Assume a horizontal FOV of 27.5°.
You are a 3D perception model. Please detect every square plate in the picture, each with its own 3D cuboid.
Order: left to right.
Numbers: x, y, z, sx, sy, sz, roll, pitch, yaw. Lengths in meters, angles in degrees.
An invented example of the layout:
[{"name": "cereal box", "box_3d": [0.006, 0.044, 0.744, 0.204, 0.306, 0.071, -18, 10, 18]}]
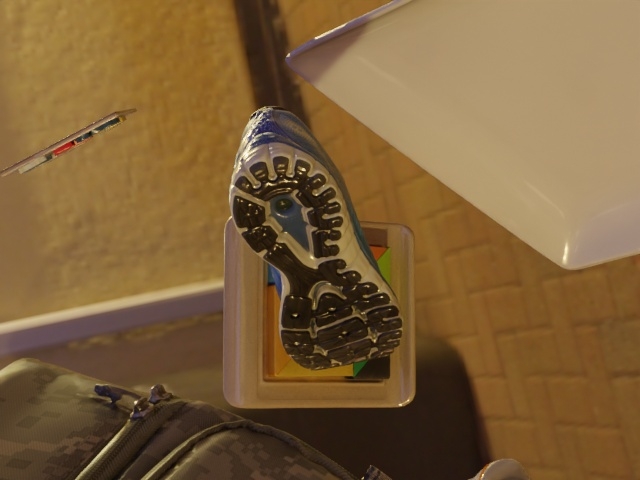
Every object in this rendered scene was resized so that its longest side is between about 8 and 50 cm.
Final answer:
[{"name": "square plate", "box_3d": [0.206, -0.109, 0.972, 0.344, 0.347, 0.049, -20, 45, 48]}]

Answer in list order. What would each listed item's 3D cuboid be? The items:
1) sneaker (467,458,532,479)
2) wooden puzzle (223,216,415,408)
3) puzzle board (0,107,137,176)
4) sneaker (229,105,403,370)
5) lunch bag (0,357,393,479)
[{"name": "sneaker", "box_3d": [0.198, 0.310, 1.004, 0.321, 0.126, 0.127, 48, 139, 32]}, {"name": "wooden puzzle", "box_3d": [0.006, 0.082, 1.509, 0.044, 0.238, 0.221, -12, 76, 63]}, {"name": "puzzle board", "box_3d": [-0.243, -0.095, 1.281, 0.011, 0.128, 0.096, 63, -173, -5]}, {"name": "sneaker", "box_3d": [0.000, 0.000, 1.309, 0.147, 0.129, 0.330, -94, -11, -47]}, {"name": "lunch bag", "box_3d": [-0.090, 0.211, 0.580, 0.305, 0.256, 0.212, -45, -34, -58]}]
